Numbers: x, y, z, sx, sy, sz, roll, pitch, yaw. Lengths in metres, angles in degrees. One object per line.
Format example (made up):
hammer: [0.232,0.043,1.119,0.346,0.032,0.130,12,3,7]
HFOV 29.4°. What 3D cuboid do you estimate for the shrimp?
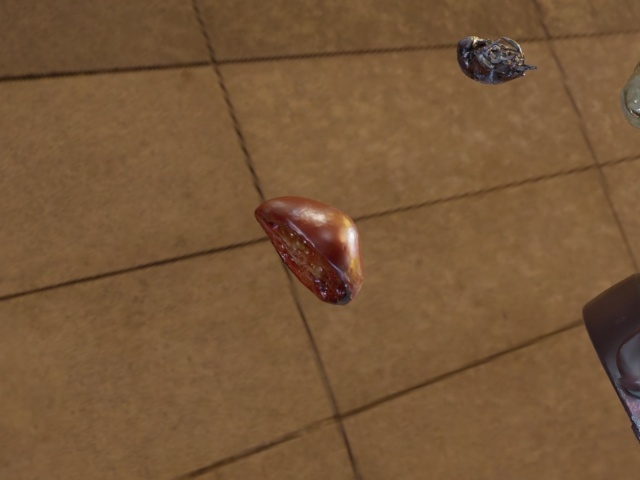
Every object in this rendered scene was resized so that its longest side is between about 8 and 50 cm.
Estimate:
shrimp: [0.238,-0.241,1.632,0.056,0.165,0.065,-5,99,-35]

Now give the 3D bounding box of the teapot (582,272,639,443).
teapot: [0.377,0.058,0.937,0.315,0.312,0.233,36,25,-52]

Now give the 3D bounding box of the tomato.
tomato: [0.006,0.006,1.535,0.082,0.174,0.166,-42,122,-15]

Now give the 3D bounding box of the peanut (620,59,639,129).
peanut: [0.634,-0.276,2.005,0.313,0.149,0.149,-21,86,-4]
